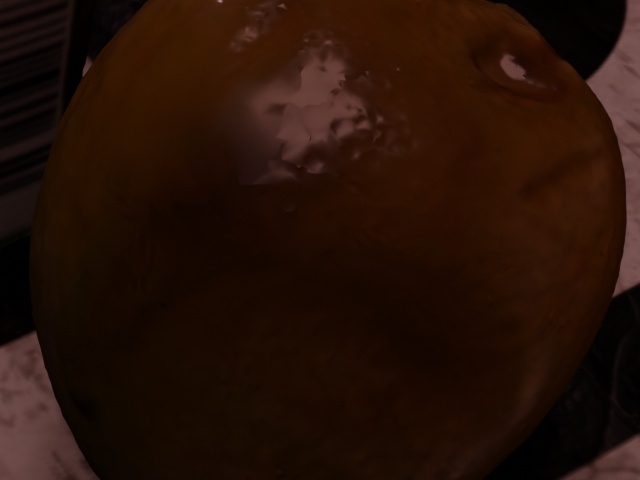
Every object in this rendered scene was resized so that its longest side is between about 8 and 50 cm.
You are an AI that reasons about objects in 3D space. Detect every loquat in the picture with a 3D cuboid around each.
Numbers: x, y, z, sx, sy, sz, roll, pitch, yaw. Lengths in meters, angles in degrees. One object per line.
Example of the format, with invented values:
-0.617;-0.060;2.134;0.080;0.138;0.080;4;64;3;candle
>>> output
0.000;0.000;0.810;0.276;0.284;0.276;21;21;-8;loquat

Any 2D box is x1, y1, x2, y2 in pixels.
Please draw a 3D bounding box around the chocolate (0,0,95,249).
-0.239;-0.172;0.957;0.137;0.301;0.289;-14;47;-32;chocolate
